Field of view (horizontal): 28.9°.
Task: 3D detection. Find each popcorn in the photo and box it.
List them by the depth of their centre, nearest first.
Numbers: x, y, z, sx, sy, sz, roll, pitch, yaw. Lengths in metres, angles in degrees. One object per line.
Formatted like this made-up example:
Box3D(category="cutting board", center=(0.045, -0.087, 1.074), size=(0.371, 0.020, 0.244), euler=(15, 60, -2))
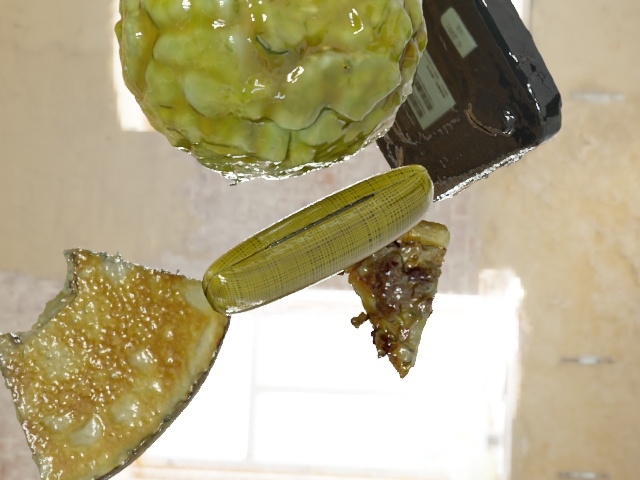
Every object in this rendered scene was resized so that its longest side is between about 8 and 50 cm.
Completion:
Box3D(category="popcorn", center=(-0.049, -0.182, 1.095), size=(0.247, 0.282, 0.282), euler=(-2, 85, 55))

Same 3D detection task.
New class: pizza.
Box3D(category="pizza", center=(-0.249, 0.134, 1.414), size=(0.323, 0.223, 0.089), euler=(-50, 2, -21))
Box3D(category="pizza", center=(0.093, 0.070, 1.498), size=(0.069, 0.154, 0.194), euler=(150, 114, -73))

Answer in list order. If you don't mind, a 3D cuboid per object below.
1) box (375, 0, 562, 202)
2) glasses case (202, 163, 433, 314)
Box3D(category="box", center=(0.141, -0.241, 1.605), size=(0.359, 0.091, 0.350), euler=(63, 154, 4))
Box3D(category="glasses case", center=(0.000, 0.000, 1.130), size=(0.064, 0.234, 0.079), euler=(57, 163, 20))
